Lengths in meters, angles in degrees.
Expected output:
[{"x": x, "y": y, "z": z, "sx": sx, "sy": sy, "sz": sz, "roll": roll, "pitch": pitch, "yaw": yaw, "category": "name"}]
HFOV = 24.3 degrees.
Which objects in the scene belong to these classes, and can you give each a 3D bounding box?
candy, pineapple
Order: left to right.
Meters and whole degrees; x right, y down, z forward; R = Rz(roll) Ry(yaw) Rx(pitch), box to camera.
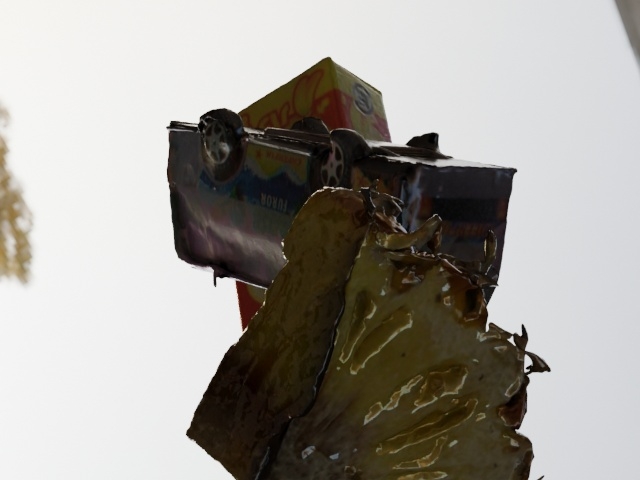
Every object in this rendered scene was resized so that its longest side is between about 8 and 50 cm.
[{"x": 0.000, "y": 0.000, "z": 1.239, "sx": 0.146, "sy": 0.088, "sz": 0.276, "roll": -30, "pitch": -126, "yaw": 28, "category": "candy"}, {"x": 0.023, "y": 0.080, "z": 0.821, "sx": 0.186, "sy": 0.236, "sz": 0.114, "roll": -35, "pitch": -151, "yaw": -17, "category": "pineapple"}]

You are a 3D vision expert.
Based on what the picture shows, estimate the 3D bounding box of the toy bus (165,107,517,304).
[{"x": -0.001, "y": -0.021, "z": 1.088, "sx": 0.112, "sy": 0.138, "sz": 0.317, "roll": 1, "pitch": -173, "yaw": -35, "category": "toy bus"}]
